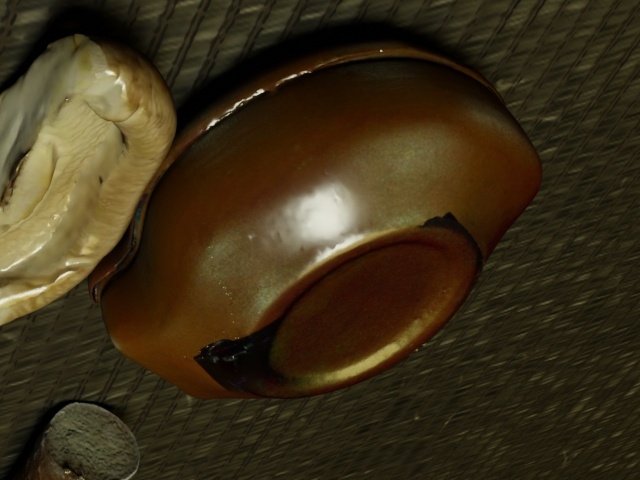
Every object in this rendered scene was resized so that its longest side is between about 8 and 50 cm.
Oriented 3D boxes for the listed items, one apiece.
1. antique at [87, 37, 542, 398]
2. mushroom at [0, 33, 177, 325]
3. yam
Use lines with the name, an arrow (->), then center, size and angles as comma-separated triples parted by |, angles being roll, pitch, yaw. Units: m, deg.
antique -> 0.000, 0.000, 0.678 | 0.278, 0.129, 0.223 | -30, 145, 6
mushroom -> -0.142, -0.030, 0.602 | 0.094, 0.072, 0.209 | 10, 132, -36
yam -> -0.193, 0.191, 0.817 | 0.079, 0.079, 0.141 | 10, 129, -39
